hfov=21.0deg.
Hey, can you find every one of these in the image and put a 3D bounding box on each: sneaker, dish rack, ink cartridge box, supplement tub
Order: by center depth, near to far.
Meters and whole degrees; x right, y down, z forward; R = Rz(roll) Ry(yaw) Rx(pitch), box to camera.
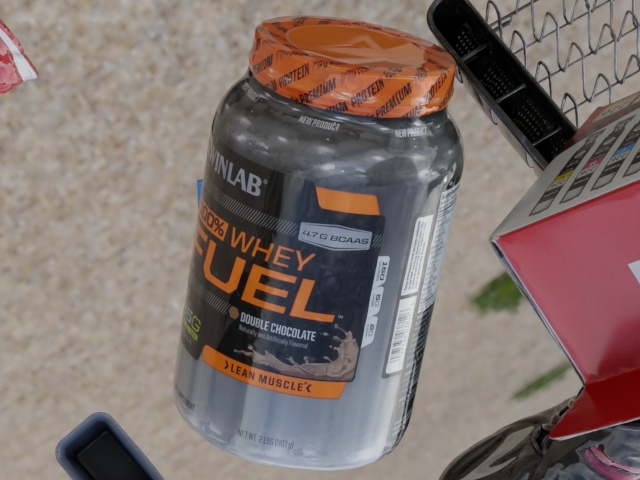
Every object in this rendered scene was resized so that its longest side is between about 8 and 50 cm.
[{"bbox_3d":[0.276,-0.030,1.068,0.309,0.130,0.272,-25,-166,40],"label":"ink cartridge box"},{"bbox_3d":[0.248,-0.163,1.415,0.271,0.208,0.074,-30,153,-11],"label":"dish rack"},{"bbox_3d":[0.000,0.000,1.416,0.207,0.207,0.338,-16,123,-49],"label":"supplement tub"},{"bbox_3d":[0.322,0.193,1.894,0.483,0.185,0.202,-28,133,12],"label":"sneaker"},{"bbox_3d":[-0.454,-0.232,2.246,0.128,0.087,0.221,-38,155,-5],"label":"sneaker"}]

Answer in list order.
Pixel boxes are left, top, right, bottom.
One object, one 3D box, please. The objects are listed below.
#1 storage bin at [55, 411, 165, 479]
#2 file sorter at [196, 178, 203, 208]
[{"bbox_3d":[-0.257,0.289,2.121,0.098,0.135,0.091,-41,172,-8],"label":"storage bin"},{"bbox_3d":[-0.088,0.000,2.296,0.104,0.170,0.118,-1,177,-33],"label":"file sorter"}]
